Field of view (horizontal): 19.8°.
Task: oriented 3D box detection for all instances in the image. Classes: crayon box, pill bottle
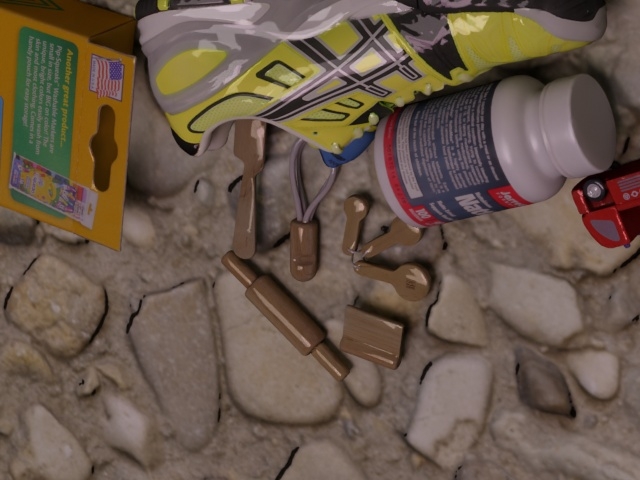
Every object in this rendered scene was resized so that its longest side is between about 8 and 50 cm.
[{"bbox_3d":[-0.295,-0.139,1.763,0.323,0.083,0.203,21,119,23],"label":"crayon box"},{"bbox_3d":[0.145,-0.077,1.510,0.180,0.108,0.108,-13,103,34],"label":"pill bottle"}]

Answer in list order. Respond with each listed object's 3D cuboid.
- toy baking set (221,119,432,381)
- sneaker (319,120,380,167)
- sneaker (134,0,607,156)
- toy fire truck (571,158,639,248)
[{"bbox_3d":[-0.003,0.006,1.685,0.256,0.030,0.197,42,122,9],"label":"toy baking set"},{"bbox_3d":[-0.035,-0.153,1.608,0.209,0.069,0.082,50,124,3],"label":"sneaker"},{"bbox_3d":[0.044,-0.152,1.493,0.384,0.145,0.147,-2,104,19],"label":"sneaker"},{"bbox_3d":[0.309,-0.013,1.476,0.192,0.047,0.135,-18,101,36],"label":"toy fire truck"}]
